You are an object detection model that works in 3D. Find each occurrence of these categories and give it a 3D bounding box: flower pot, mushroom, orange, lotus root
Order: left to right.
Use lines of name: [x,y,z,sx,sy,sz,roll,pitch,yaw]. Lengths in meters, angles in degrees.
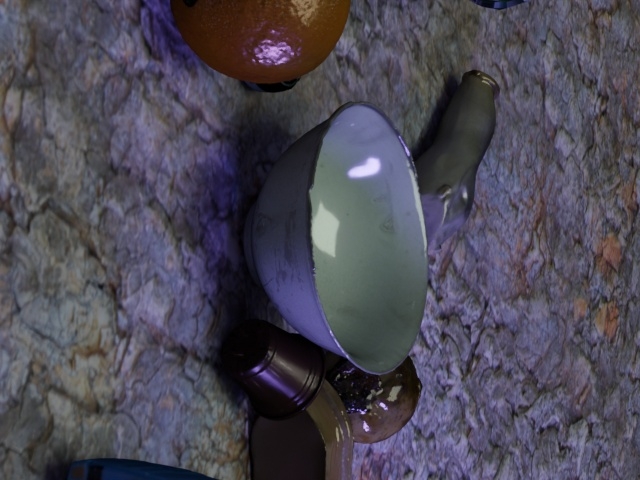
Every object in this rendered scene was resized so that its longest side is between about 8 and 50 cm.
orange: [-0.062,-0.264,1.680,0.206,0.206,0.206,-16,108,-62]
flower pot: [-0.062,0.139,1.846,0.089,0.111,0.111,38,59,-44]
lotus root: [0.068,0.191,2.075,0.214,0.138,0.138,25,72,-62]
mushroom: [0.185,-0.111,2.304,0.351,0.097,0.109,-64,149,-43]

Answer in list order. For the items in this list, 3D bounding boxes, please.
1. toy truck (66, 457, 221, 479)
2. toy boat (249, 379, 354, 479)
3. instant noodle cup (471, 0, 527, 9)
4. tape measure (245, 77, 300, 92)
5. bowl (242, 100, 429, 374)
toy truck: [-0.188,0.405,1.555,0.161,0.162,0.385,21,75,-64]
toy boat: [-0.024,0.246,1.913,0.061,0.116,0.188,-21,114,-54]
instant noodle cup: [0.195,-0.423,2.145,0.178,0.240,0.240,-6,99,-53]
tape measure: [-0.057,-0.214,1.843,0.091,0.054,0.094,-45,127,-50]
bowl: [0.000,0.000,1.871,0.313,0.146,0.313,13,75,-61]
